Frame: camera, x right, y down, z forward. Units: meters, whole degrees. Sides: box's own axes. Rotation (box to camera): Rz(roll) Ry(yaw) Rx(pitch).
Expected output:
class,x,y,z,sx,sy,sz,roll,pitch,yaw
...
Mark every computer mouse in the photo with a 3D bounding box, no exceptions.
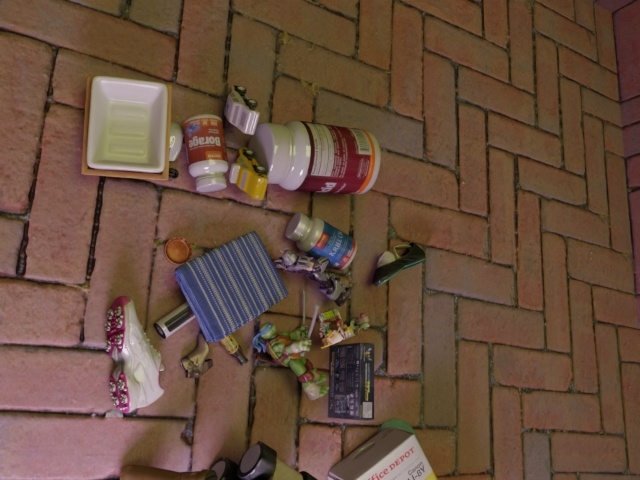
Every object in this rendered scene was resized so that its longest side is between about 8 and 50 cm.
class,x,y,z,sx,sy,sz,roll,pitch,yaw
computer mouse,-0.456,-0.278,1.856,0.106,0.042,0.192,21,69,-25

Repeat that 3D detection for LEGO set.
class,x,y,z,sx,sy,sz,roll,pitch,yaw
LEGO set,0.042,0.270,1.965,0.287,0.132,0.107,-1,67,-65

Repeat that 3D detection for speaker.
class,x,y,z,sx,sy,sz,roll,pitch,yaw
speaker,-0.402,0.219,1.766,0.136,0.055,0.055,-35,98,-33

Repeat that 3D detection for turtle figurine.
class,x,y,z,sx,sy,sz,roll,pitch,yaw
turtle figurine,-0.041,0.324,1.881,0.275,0.198,0.266,-37,104,-29

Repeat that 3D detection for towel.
class,x,y,z,sx,sy,sz,roll,pitch,yaw
towel,-0.260,0.132,1.855,0.336,0.040,0.243,-29,93,-46

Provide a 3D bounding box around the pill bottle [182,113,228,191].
class,x,y,z,sx,sy,sz,roll,pitch,yaw
pill bottle,-0.344,-0.262,1.874,0.121,0.121,0.216,-5,81,-32

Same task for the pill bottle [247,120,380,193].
class,x,y,z,sx,sy,sz,roll,pitch,yaw
pill bottle,-0.021,-0.268,2.014,0.392,0.224,0.223,1,78,-31

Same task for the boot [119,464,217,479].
class,x,y,z,sx,sy,sz,roll,pitch,yaw
boot,-0.377,0.683,1.551,0.089,0.270,0.236,26,57,-61

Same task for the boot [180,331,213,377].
class,x,y,z,sx,sy,sz,roll,pitch,yaw
boot,-0.359,0.332,1.774,0.087,0.042,0.118,-17,87,-31

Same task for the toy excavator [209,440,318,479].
class,x,y,z,sx,sy,sz,roll,pitch,yaw
toy excavator,-0.238,0.810,1.604,0.222,0.433,0.445,42,33,-21

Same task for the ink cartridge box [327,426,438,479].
class,x,y,z,sx,sy,sz,roll,pitch,yaw
ink cartridge box,0.236,0.829,1.938,0.279,0.160,0.384,-29,95,-26

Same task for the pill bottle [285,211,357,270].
class,x,y,z,sx,sy,sz,roll,pitch,yaw
pill bottle,0.000,0.000,2.024,0.222,0.124,0.124,29,65,-23

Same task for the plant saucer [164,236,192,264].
class,x,y,z,sx,sy,sz,roll,pitch,yaw
plant saucer,-0.419,0.031,1.824,0.084,0.013,0.083,8,74,-30

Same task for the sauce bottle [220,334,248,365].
class,x,y,z,sx,sy,sz,roll,pitch,yaw
sauce bottle,-0.260,0.314,1.838,0.042,0.042,0.128,-43,100,-31

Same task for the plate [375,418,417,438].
class,x,y,z,sx,sy,sz,roll,pitch,yaw
plate,0.261,0.696,2.080,0.188,0.024,0.188,8,75,-31

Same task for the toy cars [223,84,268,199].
class,x,y,z,sx,sy,sz,roll,pitch,yaw
toy cars,-0.249,-0.307,1.911,0.087,0.176,0.393,-3,81,-32

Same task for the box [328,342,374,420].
class,x,y,z,sx,sy,sz,roll,pitch,yaw
box,0.095,0.441,1.943,0.059,0.183,0.232,11,72,-30

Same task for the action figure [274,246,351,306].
class,x,y,z,sx,sy,sz,roll,pitch,yaw
action figure,-0.026,0.098,1.963,0.285,0.185,0.099,39,74,-36

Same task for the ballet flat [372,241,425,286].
class,x,y,z,sx,sy,sz,roll,pitch,yaw
ballet flat,0.261,0.077,2.194,0.281,0.095,0.096,-24,82,-44

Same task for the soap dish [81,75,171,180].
class,x,y,z,sx,sy,sz,roll,pitch,yaw
soap dish,-0.541,-0.307,1.743,0.229,0.118,0.290,3,78,-16

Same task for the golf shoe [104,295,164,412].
class,x,y,z,sx,sy,sz,roll,pitch,yaw
golf shoe,-0.497,0.299,1.669,0.140,0.115,0.306,-2,86,-43
